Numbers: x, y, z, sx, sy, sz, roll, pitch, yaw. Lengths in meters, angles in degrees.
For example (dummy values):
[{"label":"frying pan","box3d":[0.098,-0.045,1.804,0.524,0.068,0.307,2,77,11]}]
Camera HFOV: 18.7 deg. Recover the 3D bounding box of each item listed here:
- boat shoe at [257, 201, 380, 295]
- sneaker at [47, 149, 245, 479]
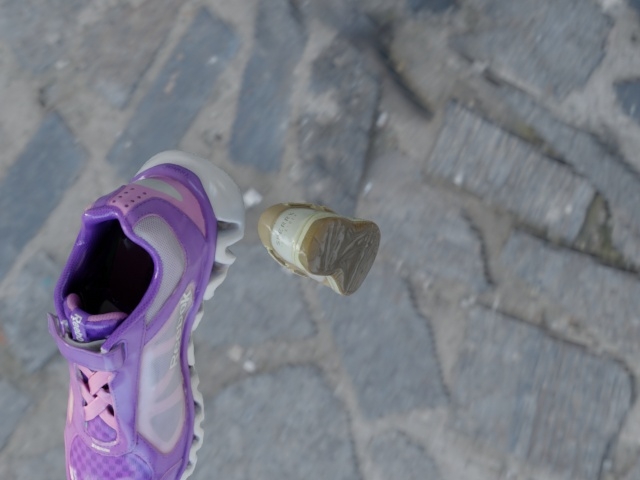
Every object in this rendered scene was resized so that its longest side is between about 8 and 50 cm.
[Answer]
[{"label":"boat shoe","box3d":[0.000,0.000,1.170,0.045,0.135,0.050,25,86,19]},{"label":"sneaker","box3d":[-0.121,0.064,1.158,0.095,0.104,0.236,18,105,22]}]
